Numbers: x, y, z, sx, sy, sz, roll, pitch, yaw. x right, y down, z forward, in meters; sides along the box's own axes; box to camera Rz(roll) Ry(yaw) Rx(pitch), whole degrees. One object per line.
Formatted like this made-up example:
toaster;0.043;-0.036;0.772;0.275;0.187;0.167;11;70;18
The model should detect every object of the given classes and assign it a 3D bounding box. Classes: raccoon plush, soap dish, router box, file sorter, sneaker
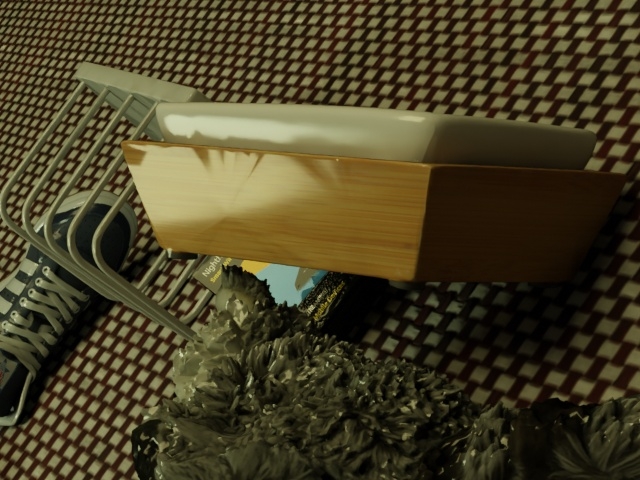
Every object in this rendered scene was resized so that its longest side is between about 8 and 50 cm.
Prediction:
raccoon plush;0.074;0.132;1.211;0.446;0.216;0.299;-4;28;15
soap dish;0.035;-0.034;1.303;0.291;0.229;0.118;7;94;41
router box;0.000;0.000;1.486;0.133;0.046;0.179;35;84;32
file sorter;-0.145;-0.027;1.640;0.173;0.193;0.278;-56;28;-8
sneaker;-0.287;0.078;1.806;0.282;0.099;0.153;-42;22;27
